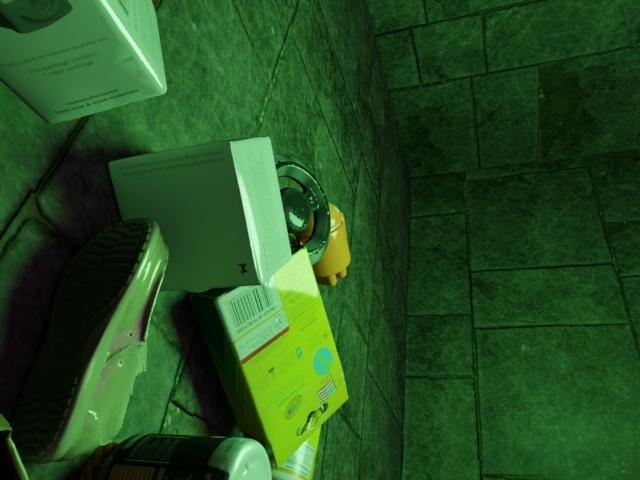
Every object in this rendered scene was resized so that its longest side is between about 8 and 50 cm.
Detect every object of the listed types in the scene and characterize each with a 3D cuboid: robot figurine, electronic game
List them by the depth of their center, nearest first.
[{"bbox_3d":[-0.058,-0.058,0.969,0.229,0.048,0.229,19,64,-46],"label":"electronic game"},{"bbox_3d":[-0.001,0.001,1.188,0.128,0.158,0.219,-124,-160,-66],"label":"robot figurine"}]

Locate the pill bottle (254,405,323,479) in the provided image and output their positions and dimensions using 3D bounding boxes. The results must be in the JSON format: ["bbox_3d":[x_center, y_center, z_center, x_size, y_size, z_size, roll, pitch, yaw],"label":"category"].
[{"bbox_3d":[-0.067,0.388,0.904,0.214,0.117,0.117,-76,154,-43],"label":"pill bottle"}]

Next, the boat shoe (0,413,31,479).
[{"bbox_3d":[-0.281,0.146,0.362,0.110,0.105,0.307,-59,139,-57],"label":"boat shoe"}]

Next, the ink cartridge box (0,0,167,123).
[{"bbox_3d":[-0.247,-0.275,0.381,0.306,0.131,0.226,68,8,-67],"label":"ink cartridge box"}]

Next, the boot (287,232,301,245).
[{"bbox_3d":[-0.110,-0.001,0.974,0.197,0.077,0.137,67,26,-9],"label":"boot"}]

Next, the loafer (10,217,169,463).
[{"bbox_3d":[-0.233,0.100,0.540,0.092,0.102,0.268,58,41,-55],"label":"loafer"}]

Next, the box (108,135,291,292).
[{"bbox_3d":[-0.153,-0.035,0.665,0.119,0.181,0.181,-43,125,-68],"label":"box"}]

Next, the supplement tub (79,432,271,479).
[{"bbox_3d":[-0.160,0.275,0.548,0.117,0.191,0.116,-5,90,-70],"label":"supplement tub"}]

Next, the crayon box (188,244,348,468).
[{"bbox_3d":[-0.074,0.190,0.851,0.202,0.081,0.318,-30,112,-41],"label":"crayon box"}]
